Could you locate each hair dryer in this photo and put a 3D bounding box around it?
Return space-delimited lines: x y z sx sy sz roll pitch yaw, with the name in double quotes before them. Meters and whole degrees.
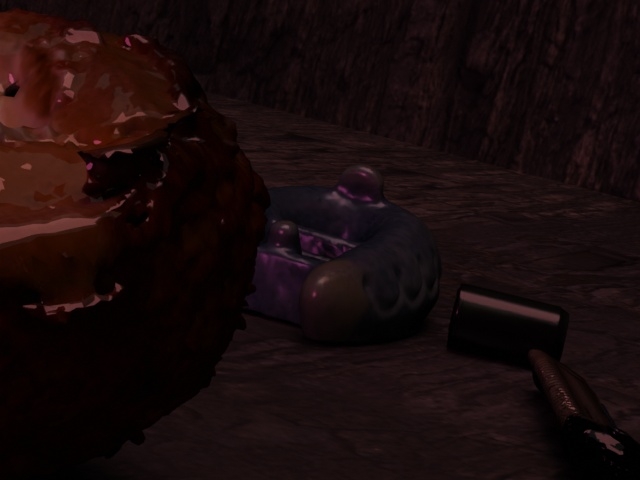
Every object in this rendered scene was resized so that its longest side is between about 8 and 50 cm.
"hair dryer" 0.163 0.072 1.719 0.100 0.057 0.198 14 3 1

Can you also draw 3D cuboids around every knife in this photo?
"knife" 0.191 0.133 1.381 0.089 0.043 0.365 45 4 -5

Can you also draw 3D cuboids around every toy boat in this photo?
"toy boat" 0.000 0.000 1.698 0.215 0.123 0.330 14 10 22

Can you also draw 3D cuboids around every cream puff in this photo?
"cream puff" -0.194 0.009 0.999 0.350 0.229 0.350 1 31 -1
